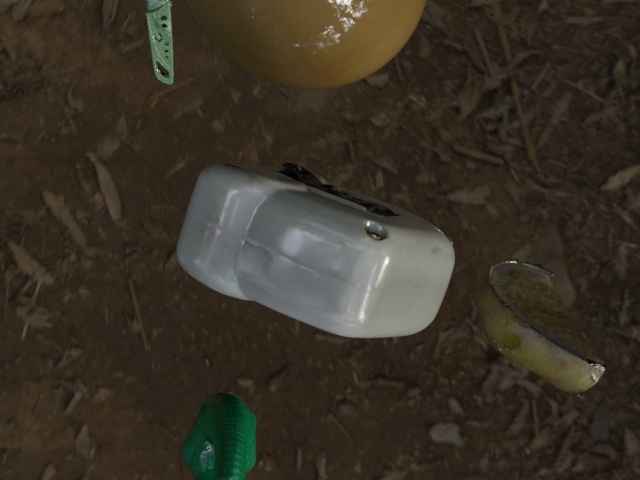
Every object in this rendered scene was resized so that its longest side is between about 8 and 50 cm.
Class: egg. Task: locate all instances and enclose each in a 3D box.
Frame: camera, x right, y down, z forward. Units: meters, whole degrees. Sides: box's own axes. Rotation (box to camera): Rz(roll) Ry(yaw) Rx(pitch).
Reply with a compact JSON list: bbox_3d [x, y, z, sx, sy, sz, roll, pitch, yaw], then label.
[{"bbox_3d":[-0.030,-0.351,1.246,0.301,0.301,0.374,-39,128,7],"label":"egg"}]

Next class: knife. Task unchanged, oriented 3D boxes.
[{"bbox_3d":[-0.245,-0.362,1.560,0.043,0.020,0.293,1,130,0],"label":"knife"}]

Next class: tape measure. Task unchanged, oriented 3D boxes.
[{"bbox_3d":[0.000,0.000,1.043,0.265,0.258,0.130,21,97,20],"label":"tape measure"}]

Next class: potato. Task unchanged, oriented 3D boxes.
[{"bbox_3d":[0.280,0.122,1.434,0.138,0.243,0.098,16,116,-18],"label":"potato"}]

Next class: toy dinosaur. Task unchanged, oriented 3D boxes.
[{"bbox_3d":[-0.047,0.122,0.426,0.059,0.132,0.096,11,109,-11],"label":"toy dinosaur"}]
